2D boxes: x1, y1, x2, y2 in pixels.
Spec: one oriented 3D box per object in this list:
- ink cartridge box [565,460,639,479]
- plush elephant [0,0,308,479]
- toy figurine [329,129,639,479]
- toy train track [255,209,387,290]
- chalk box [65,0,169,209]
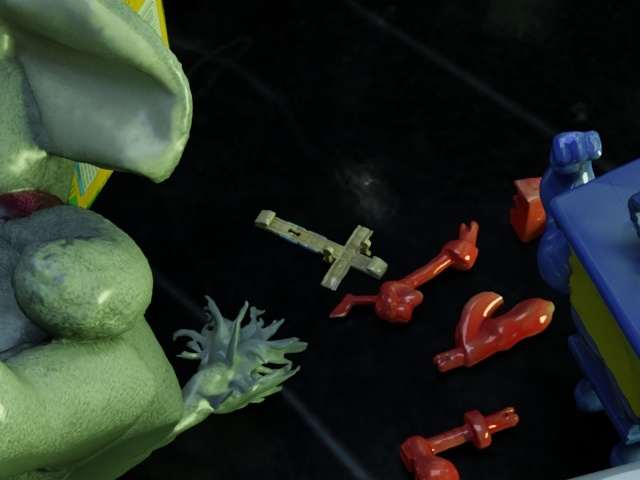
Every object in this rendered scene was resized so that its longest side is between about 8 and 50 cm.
[{"bbox_3d":[0.134,0.254,0.775,0.307,0.072,0.303,-15,72,3],"label":"ink cartridge box"},{"bbox_3d":[-0.183,0.009,0.916,0.330,0.272,0.255,-21,75,-44],"label":"plush elephant"},{"bbox_3d":[0.147,0.073,0.894,0.191,0.217,0.362,-17,56,-11],"label":"toy figurine"},{"bbox_3d":[0.000,0.000,1.070,0.083,0.014,0.048,23,58,16],"label":"toy train track"},{"bbox_3d":[-0.214,-0.124,1.089,0.213,0.132,0.132,18,57,14],"label":"chalk box"}]
